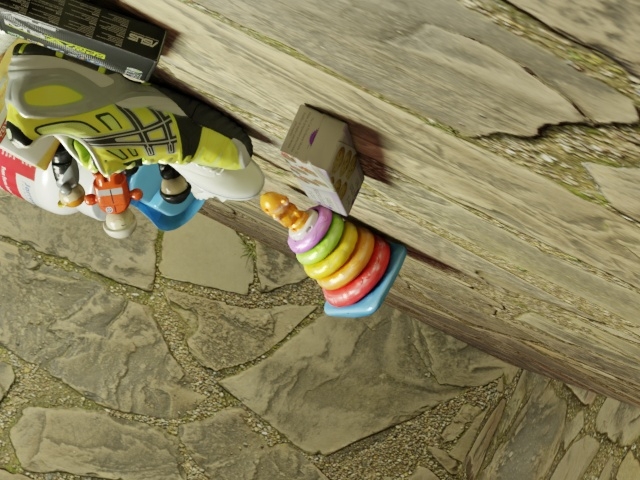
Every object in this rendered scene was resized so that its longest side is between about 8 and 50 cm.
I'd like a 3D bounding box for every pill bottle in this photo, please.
[{"bbox_3d":[-0.609,-0.194,2.551,0.408,0.229,0.229,23,175,22],"label":"pill bottle"}]

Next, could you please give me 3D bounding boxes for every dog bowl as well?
[{"bbox_3d":[-0.340,-0.125,2.393,0.074,0.166,0.297,35,180,27],"label":"dog bowl"}]

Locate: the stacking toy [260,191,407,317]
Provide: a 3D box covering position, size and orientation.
[{"bbox_3d":[0.000,0.000,2.177,0.302,0.165,0.175,40,154,-26],"label":"stacking toy"}]

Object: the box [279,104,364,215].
[{"bbox_3d":[0.008,-0.095,1.474,0.063,0.067,0.324,25,174,9],"label":"box"}]

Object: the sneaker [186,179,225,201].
[{"bbox_3d":[-0.216,-0.134,2.176,0.095,0.090,0.235,40,166,-19],"label":"sneaker"}]

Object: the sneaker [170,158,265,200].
[{"bbox_3d":[-0.200,-0.138,1.884,0.258,0.094,0.091,28,179,-20],"label":"sneaker"}]

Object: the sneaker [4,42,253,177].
[{"bbox_3d":[-0.273,-0.156,1.648,0.385,0.147,0.145,17,178,-33],"label":"sneaker"}]

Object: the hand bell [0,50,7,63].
[{"bbox_3d":[-0.521,-0.293,1.934,0.126,0.126,0.242,25,163,5],"label":"hand bell"}]

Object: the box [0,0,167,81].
[{"bbox_3d":[-0.279,-0.242,1.344,0.191,0.045,0.184,18,179,-13],"label":"box"}]

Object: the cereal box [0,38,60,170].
[{"bbox_3d":[-0.476,-0.222,1.911,0.047,0.173,0.240,24,176,11],"label":"cereal box"}]

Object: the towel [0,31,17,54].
[{"bbox_3d":[-0.542,-0.327,1.505,0.312,0.056,0.324,29,158,-24],"label":"towel"}]

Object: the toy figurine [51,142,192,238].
[{"bbox_3d":[-0.361,-0.120,2.085,0.210,0.213,0.148,22,136,34],"label":"toy figurine"}]
